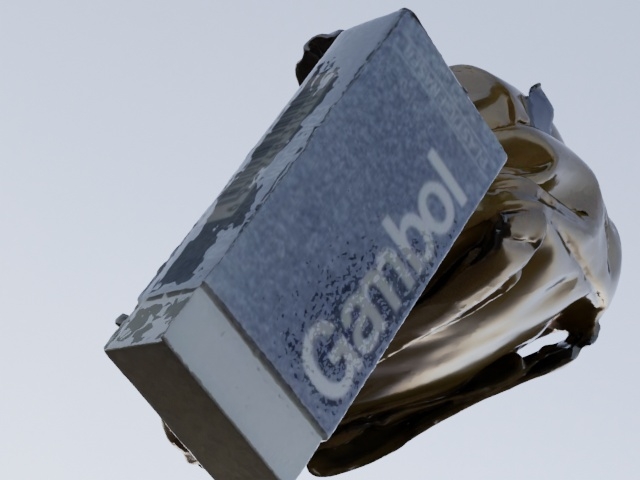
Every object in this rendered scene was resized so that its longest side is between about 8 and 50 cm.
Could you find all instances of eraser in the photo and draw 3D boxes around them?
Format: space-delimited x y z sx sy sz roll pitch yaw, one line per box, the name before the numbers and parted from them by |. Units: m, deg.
eraser | 0.000 0.000 0.695 0.046 0.212 0.092 -12 -58 45

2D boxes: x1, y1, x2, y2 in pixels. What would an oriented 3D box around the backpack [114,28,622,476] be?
backpack | 0.035 0.030 1.237 0.201 0.378 0.353 65 2 30
